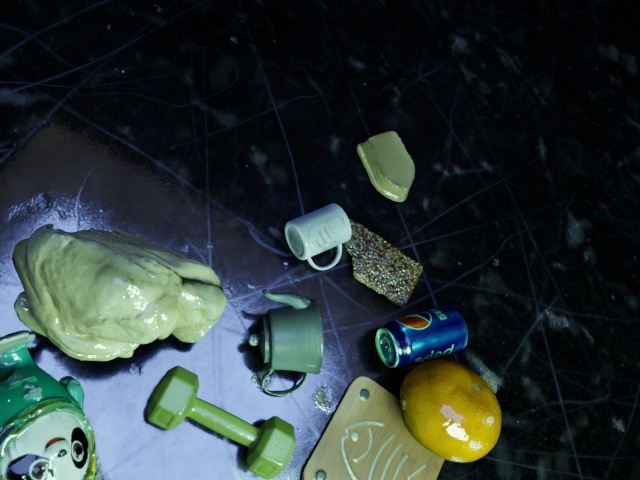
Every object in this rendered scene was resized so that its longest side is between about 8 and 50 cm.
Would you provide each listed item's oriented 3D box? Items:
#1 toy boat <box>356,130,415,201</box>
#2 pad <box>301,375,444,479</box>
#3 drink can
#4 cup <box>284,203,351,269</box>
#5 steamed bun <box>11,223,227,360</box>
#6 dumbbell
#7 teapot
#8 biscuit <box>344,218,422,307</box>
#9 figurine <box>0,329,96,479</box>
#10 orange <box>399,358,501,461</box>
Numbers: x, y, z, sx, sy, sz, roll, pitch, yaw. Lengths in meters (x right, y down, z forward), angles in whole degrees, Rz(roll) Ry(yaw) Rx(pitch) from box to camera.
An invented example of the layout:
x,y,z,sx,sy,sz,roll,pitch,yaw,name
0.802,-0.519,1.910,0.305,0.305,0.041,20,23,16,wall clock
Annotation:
x,y,z,sx,sy,sz,roll,pitch,yaw,name
0.183,-0.193,1.571,0.116,0.061,0.188,-22,81,-26,toy boat
0.131,0.487,1.338,0.284,0.018,0.286,36,62,-5,pad
0.239,0.228,1.413,0.205,0.118,0.118,-13,77,-24,drink can
0.003,-0.005,1.416,0.133,0.099,0.136,-23,80,-27,cup
-0.377,0.105,1.118,0.325,0.372,0.230,16,89,26,steamed bun
-0.196,0.365,1.206,0.302,0.121,0.108,29,35,-8,dumbbell
-0.080,0.220,1.288,0.149,0.162,0.239,-2,102,-12,teapot
0.137,0.054,1.487,0.237,0.026,0.131,34,62,-8,biscuit
-0.530,0.344,1.033,0.324,0.232,0.339,-13,78,-62,figurine
0.283,0.377,1.333,0.240,0.171,0.240,25,35,-19,orange
